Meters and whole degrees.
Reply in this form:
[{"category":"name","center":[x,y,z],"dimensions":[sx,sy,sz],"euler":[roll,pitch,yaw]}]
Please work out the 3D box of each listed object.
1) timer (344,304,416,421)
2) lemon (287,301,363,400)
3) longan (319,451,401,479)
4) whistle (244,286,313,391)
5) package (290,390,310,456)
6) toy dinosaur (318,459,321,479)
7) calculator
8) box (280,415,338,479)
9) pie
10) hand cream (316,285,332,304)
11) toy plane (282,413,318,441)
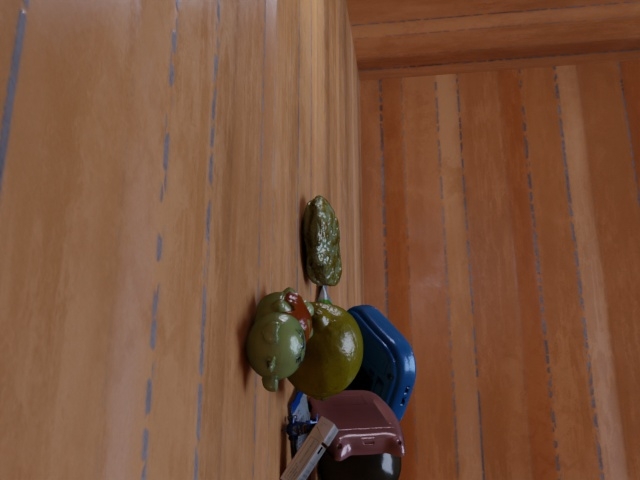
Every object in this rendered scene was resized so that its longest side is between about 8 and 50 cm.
[{"category":"timer","center":[0.149,0.381,2.344],"dimensions":[0.340,0.115,0.309],"euler":[46,-48,47]},{"category":"lemon","center":[0.000,0.232,1.622],"dimensions":[0.184,0.184,0.248],"euler":[-83,173,-54]},{"category":"longan","center":[0.096,0.572,1.987],"dimensions":[0.215,0.246,0.246],"euler":[22,54,-32]},{"category":"whistle","center":[-0.070,0.161,1.404],"dimensions":[0.288,0.106,0.131],"euler":[-72,165,-69]},{"category":"package","center":[-0.046,0.431,1.805],"dimensions":[0.171,0.027,0.173],"euler":[-43,128,-76]},{"category":"toy dinosaur","center":[0.006,0.645,2.163],"dimensions":[0.179,0.087,0.187],"euler":[21,-79,58]},{"category":"calculator","center":[0.080,0.438,1.900],"dimensions":[0.330,0.220,0.048],"euler":[-133,-137,-72]},{"category":"box","center":[-0.022,0.451,1.635],"dimensions":[0.154,0.040,0.084],"euler":[-54,158,-14]},{"category":"pie","center":[0.000,0.000,2.076],"dimensions":[0.201,0.090,0.248],"euler":[16,71,-71]},{"category":"hand cream","center":[0.012,0.146,2.320],"dimensions":[0.275,0.050,0.079],"euler":[-88,-160,-62]},{"category":"toy plane","center":[-0.036,0.408,1.692],"dimensions":[0.167,0.062,0.054],"euler":[24,63,-76]}]
